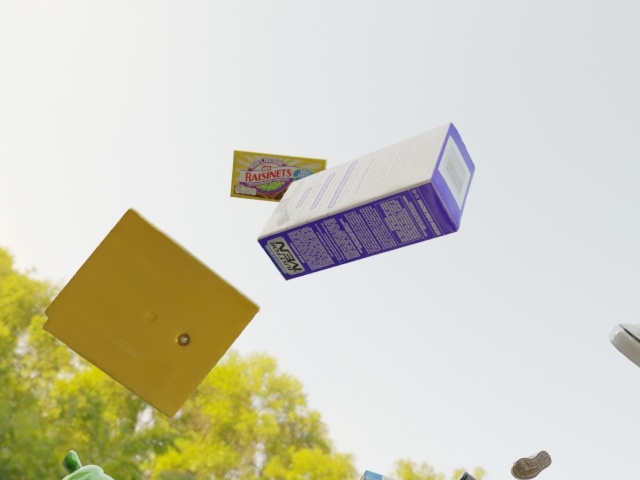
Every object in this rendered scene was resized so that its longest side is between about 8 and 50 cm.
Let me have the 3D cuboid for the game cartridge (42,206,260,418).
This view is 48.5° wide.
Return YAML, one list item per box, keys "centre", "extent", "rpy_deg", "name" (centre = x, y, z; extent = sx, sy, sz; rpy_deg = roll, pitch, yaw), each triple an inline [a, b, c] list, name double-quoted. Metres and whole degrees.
- centre: [-0.327, 0.141, 1.375]
  extent: [0.323, 0.285, 0.052]
  rpy_deg: [40, -1, -12]
  name: "game cartridge"

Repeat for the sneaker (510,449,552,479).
- centre: [0.384, 0.437, 1.351]
  extent: [0.067, 0.118, 0.042]
  rpy_deg: [-44, -120, 40]
  name: "sneaker"

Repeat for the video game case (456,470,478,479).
- centre: [0.177, 0.366, 0.605]
  extent: [0.274, 0.196, 0.026]
  rpy_deg: [37, -8, 17]
  name: "video game case"

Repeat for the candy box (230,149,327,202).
- centre: [-0.091, -0.135, 1.538]
  extent: [0.205, 0.105, 0.027]
  rpy_deg: [6, 7, 6]
  name: "candy box"

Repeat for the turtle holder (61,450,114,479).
- centre: [-0.445, 0.570, 1.287]
  extent: [0.227, 0.243, 0.320]
  rpy_deg: [34, -68, 9]
  name: "turtle holder"

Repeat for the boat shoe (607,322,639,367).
- centre: [0.667, 0.191, 1.200]
  extent: [0.367, 0.157, 0.136]
  rpy_deg: [26, 18, -13]
  name: "boat shoe"

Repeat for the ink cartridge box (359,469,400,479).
- centre: [0.202, 0.790, 1.998]
  extent: [0.232, 0.171, 0.168]
  rpy_deg: [18, -51, -3]
  name: "ink cartridge box"

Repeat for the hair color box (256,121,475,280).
- centre: [0.076, -0.060, 1.197]
  extent: [0.338, 0.185, 0.110]
  rpy_deg: [-16, -61, 32]
  name: "hair color box"
